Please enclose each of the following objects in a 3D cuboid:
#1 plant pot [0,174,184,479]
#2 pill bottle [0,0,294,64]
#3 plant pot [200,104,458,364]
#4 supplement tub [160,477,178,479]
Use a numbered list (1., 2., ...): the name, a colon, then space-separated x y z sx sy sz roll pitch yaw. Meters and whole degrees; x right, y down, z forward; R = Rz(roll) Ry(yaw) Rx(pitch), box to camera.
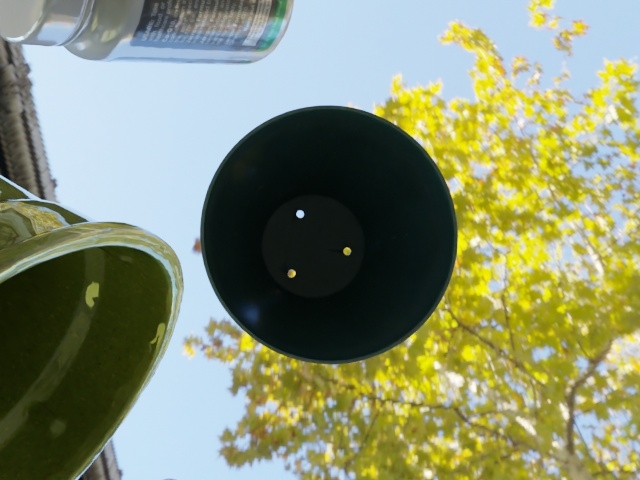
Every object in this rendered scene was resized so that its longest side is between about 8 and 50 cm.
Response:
1. plant pot: -0.264 0.034 0.493 0.254 0.276 0.276 37 -72 17
2. pill bottle: -0.223 -0.329 1.130 0.204 0.361 0.204 9 -77 43
3. plant pot: 0.000 0.000 1.086 0.290 0.195 0.290 1 -95 -7
4. supplement tub: -0.092 0.237 0.679 0.107 0.071 0.071 24 -66 33
